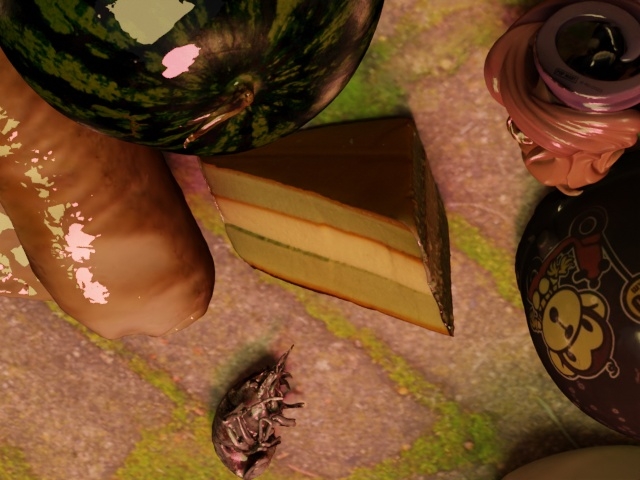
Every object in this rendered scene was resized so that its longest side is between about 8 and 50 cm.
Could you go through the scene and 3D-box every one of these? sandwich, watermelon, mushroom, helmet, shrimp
[{"bbox_3d":[0.000,0.000,1.399,0.187,0.144,0.117,-10,125,16],"label":"sandwich"},{"bbox_3d":[-0.080,-0.181,1.185,0.269,0.269,0.269,4,131,5],"label":"watermelon"},{"bbox_3d":[-0.240,-0.095,1.340,0.397,0.224,0.313,16,117,-14],"label":"mushroom"},{"bbox_3d":[0.277,0.067,1.403,0.279,0.160,0.230,27,127,-14],"label":"helmet"},{"bbox_3d":[-0.050,0.143,1.587,0.065,0.056,0.165,34,138,0],"label":"shrimp"}]

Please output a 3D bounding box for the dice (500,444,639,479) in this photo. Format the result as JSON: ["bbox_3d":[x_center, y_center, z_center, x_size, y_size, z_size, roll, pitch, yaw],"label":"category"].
[{"bbox_3d":[0.269,0.359,1.554,0.304,0.304,0.277,11,131,0],"label":"dice"}]

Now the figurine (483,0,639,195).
[{"bbox_3d":[0.171,-0.090,1.315,0.126,0.114,0.157,24,133,9],"label":"figurine"}]
